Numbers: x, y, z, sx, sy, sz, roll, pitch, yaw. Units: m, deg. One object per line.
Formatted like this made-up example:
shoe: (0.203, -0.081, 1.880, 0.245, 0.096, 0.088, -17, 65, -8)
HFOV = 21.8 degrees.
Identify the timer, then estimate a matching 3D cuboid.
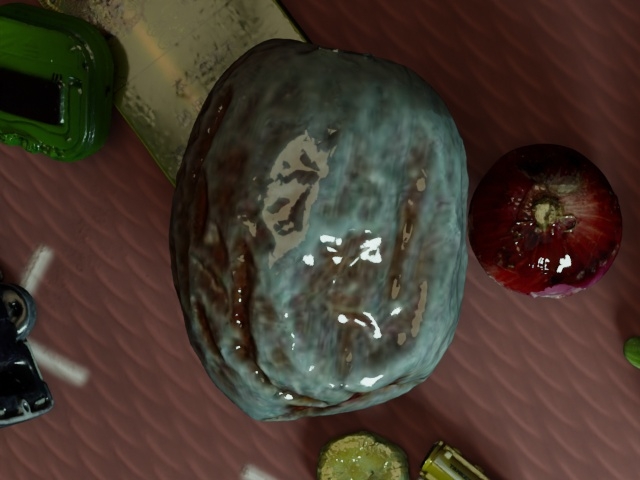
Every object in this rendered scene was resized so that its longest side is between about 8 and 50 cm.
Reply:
timer: (-0.245, -0.137, 1.452, 0.140, 0.047, 0.128, 18, 114, 25)

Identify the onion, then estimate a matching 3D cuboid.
onion: (0.183, -0.016, 1.365, 0.131, 0.131, 0.131, 0, 89, 10)

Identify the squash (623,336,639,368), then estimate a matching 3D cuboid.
squash: (0.295, 0.106, 1.390, 0.089, 0.027, 0.027, 24, 94, 8)

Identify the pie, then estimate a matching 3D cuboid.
pie: (0.036, 0.203, 1.437, 0.084, 0.020, 0.084, 0, 91, 8)

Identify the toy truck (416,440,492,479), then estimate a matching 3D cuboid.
toy truck: (0.131, 0.227, 1.403, 0.123, 0.052, 0.063, 37, 90, 10)

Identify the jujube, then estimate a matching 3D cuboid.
jujube: (-0.002, -0.001, 1.346, 0.247, 0.215, 0.308, 10, 96, -30)

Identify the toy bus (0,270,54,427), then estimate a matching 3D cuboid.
toy bus: (-0.371, 0.040, 1.450, 0.179, 0.143, 0.305, -23, 86, 12)

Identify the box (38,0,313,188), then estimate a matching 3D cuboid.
box: (-0.141, -0.209, 1.461, 0.173, 0.043, 0.311, -37, 83, 8)
